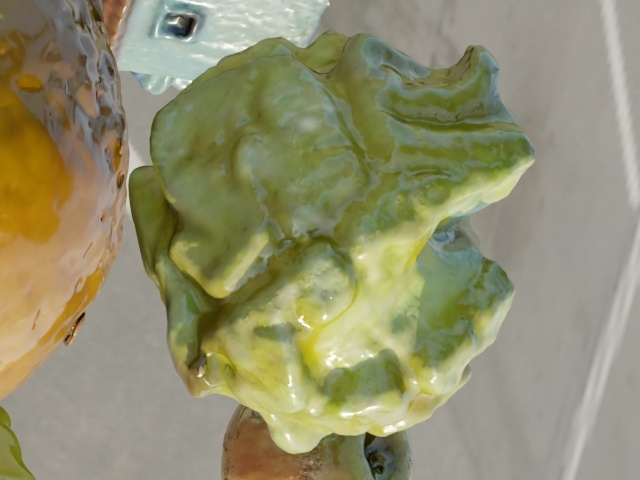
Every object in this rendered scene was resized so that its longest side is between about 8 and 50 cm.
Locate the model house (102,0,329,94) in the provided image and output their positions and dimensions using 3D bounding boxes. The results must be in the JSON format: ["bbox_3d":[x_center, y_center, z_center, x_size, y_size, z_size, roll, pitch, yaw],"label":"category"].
[{"bbox_3d":[-0.171,-0.286,1.499,0.295,0.329,0.251,119,-36,-53],"label":"model house"}]

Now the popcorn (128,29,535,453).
[{"bbox_3d":[0.001,-0.001,0.744,0.185,0.167,0.187,-166,-112,-73],"label":"popcorn"}]

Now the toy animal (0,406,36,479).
[{"bbox_3d":[-0.166,0.083,0.434,0.156,0.230,0.156,-8,101,-45],"label":"toy animal"}]

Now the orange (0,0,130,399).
[{"bbox_3d":[-0.268,-0.052,0.854,0.293,0.340,0.340,-16,122,-34],"label":"orange"}]

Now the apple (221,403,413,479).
[{"bbox_3d":[-0.006,0.160,1.166,0.146,0.146,0.146,-46,144,-50],"label":"apple"}]
